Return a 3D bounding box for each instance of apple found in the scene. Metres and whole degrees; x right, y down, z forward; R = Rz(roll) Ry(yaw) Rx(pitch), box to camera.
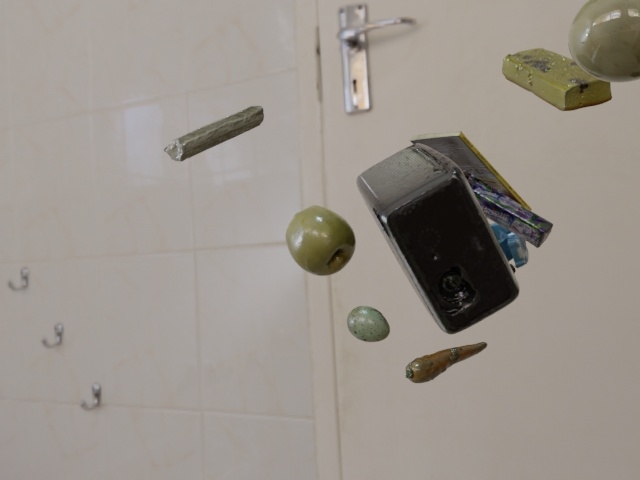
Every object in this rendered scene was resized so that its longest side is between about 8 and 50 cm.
[{"bbox_3d":[0.000,0.000,1.839,0.200,0.200,0.200,-3,-2,0],"label":"apple"}]

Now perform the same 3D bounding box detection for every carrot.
[{"bbox_3d":[0.253,0.230,1.294,0.254,0.049,0.049,-10,3,-43],"label":"carrot"}]

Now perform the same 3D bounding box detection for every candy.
[{"bbox_3d":[0.517,-0.091,1.917,0.312,0.061,0.088,36,-21,25],"label":"candy"}]

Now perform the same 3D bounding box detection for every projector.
[{"bbox_3d":[0.295,-0.023,1.728,0.242,0.395,0.405,-31,18,4],"label":"projector"}]

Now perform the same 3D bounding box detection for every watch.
[{"bbox_3d":[0.608,0.018,2.308,0.193,0.211,0.211,-14,-7,28],"label":"watch"}]

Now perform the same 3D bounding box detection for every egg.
[{"bbox_3d":[0.599,-0.402,1.287,0.241,0.186,0.186,-9,-1,-15],"label":"egg"},{"bbox_3d":[0.117,0.204,1.615,0.110,0.085,0.085,16,5,19],"label":"egg"}]

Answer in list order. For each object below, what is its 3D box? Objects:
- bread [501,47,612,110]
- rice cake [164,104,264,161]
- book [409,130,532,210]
[{"bbox_3d":[0.638,-0.452,1.832,0.138,0.077,0.361,-16,32,-6],"label":"bread"},{"bbox_3d":[-0.232,-0.243,1.491,0.057,0.052,0.256,4,28,47],"label":"rice cake"},{"bbox_3d":[0.482,-0.216,2.148,0.374,0.028,0.262,41,-14,-23],"label":"book"}]
